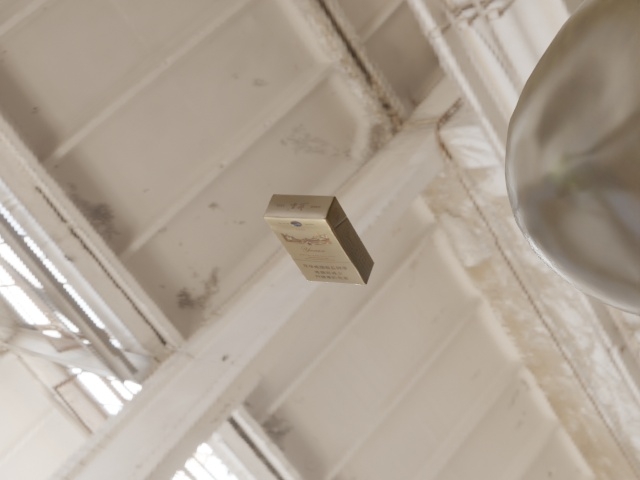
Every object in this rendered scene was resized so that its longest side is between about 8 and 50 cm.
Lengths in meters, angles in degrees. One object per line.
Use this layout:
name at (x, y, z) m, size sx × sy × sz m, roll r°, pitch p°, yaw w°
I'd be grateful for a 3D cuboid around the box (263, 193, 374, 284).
box at (0.000, 0.000, 0.710) m, size 0.083 × 0.053 × 0.024 m, roll 60°, pitch -137°, yaw -45°

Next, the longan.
longan at (0.213, -0.051, 0.499) m, size 0.246 × 0.246 × 0.215 m, roll 12°, pitch -125°, yaw -38°
